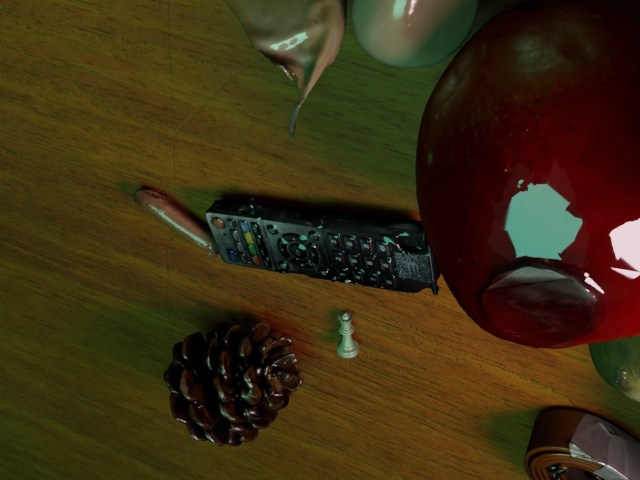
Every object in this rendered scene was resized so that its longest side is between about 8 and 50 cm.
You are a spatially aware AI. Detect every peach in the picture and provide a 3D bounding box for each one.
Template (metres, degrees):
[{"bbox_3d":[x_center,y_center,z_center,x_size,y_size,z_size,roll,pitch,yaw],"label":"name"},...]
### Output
[{"bbox_3d":[0.274,-0.048,0.898,0.335,0.310,0.406,8,136,28],"label":"peach"}]

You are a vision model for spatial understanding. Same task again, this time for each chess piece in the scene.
[{"bbox_3d":[0.046,0.166,1.444,0.042,0.042,0.093,10,129,23],"label":"chess piece"}]

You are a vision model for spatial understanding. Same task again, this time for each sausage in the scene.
[{"bbox_3d":[-0.250,-0.035,1.423,0.186,0.043,0.043,35,139,-6],"label":"sausage"}]

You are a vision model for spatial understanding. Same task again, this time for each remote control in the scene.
[{"bbox_3d":[0.000,0.000,1.289,0.398,0.062,0.145,9,133,26],"label":"remote control"}]

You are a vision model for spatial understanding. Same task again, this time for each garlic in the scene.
[{"bbox_3d":[-0.063,-0.291,0.926,0.338,0.196,0.151,51,167,7],"label":"garlic"}]

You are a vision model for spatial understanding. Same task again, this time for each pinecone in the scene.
[{"bbox_3d":[-0.170,0.266,1.545,0.309,0.244,0.244,-34,109,30],"label":"pinecone"}]

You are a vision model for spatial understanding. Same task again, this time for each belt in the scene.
[{"bbox_3d":[0.472,0.397,1.364,0.261,0.105,0.184,43,136,-12],"label":"belt"}]

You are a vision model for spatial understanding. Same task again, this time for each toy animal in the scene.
[{"bbox_3d":[0.092,-0.307,0.852,0.154,0.166,0.250,-132,29,-61],"label":"toy animal"}]

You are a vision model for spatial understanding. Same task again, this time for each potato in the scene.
[{"bbox_3d":[0.447,0.126,1.069,0.159,0.174,0.251,33,154,-6],"label":"potato"}]
